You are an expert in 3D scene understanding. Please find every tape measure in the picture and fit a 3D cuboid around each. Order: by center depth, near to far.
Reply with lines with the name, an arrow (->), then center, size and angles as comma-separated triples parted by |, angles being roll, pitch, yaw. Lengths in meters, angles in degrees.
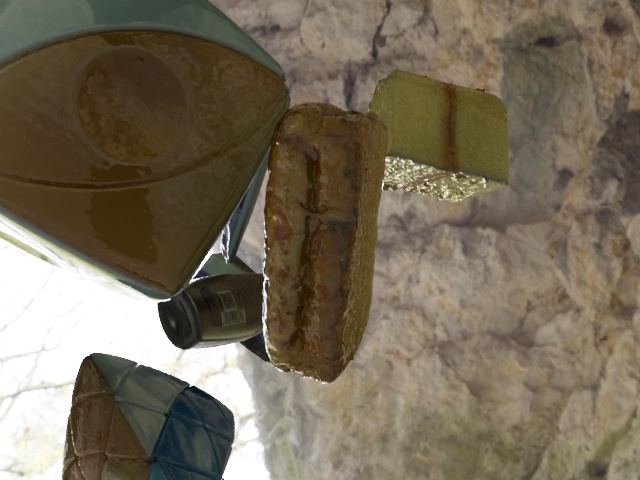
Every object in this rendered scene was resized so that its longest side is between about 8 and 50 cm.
tape measure -> -0.178, 0.145, 1.573 | 0.262, 0.138, 0.259 | 39, -9, 26

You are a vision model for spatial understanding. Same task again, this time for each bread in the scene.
bread -> 0.000, 0.000, 0.522 | 0.083, 0.114, 0.211 | 7, -74, 12
bread -> 0.200, -0.189, 1.309 | 0.263, 0.198, 0.236 | 11, -16, -14

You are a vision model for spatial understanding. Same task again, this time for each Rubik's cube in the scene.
Rubik's cube -> -0.293, -0.143, 0.871 | 0.347, 0.352, 0.351 | 35, -16, -27
Rubik's cube -> -0.221, 0.238, 0.886 | 0.254, 0.254, 0.254 | 11, -34, 7

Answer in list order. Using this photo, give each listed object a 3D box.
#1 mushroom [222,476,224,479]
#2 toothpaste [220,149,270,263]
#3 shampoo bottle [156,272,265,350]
mushroom -> -0.260, 0.432, 1.164 | 0.094, 0.072, 0.209 | 22, -40, -39
toothpaste -> -0.147, -0.086, 1.305 | 0.069, 0.047, 0.268 | 29, -70, 30
shampoo bottle -> -0.150, 0.122, 1.250 | 0.084, 0.126, 0.350 | -30, -11, 26
